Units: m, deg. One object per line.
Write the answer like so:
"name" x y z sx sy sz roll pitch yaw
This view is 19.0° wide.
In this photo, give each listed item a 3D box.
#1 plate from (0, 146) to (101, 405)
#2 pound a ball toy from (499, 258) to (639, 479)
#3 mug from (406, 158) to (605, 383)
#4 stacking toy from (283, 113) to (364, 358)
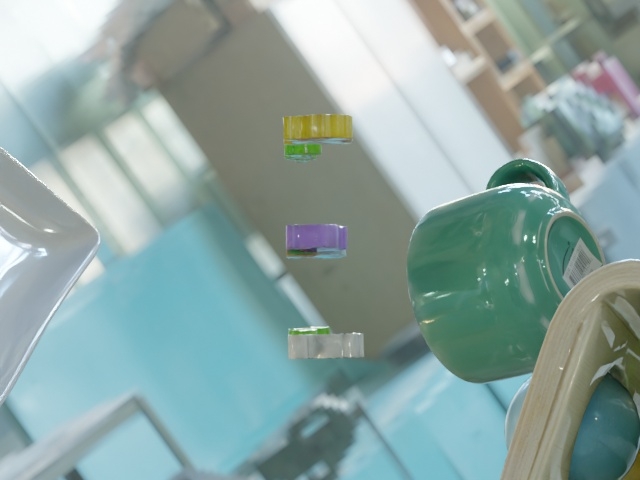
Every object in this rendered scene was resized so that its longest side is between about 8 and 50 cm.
"plate" -0.285 -0.026 1.210 0.045 0.277 0.278 -46 10 23
"pound a ball toy" 0.181 0.075 0.826 0.319 0.135 0.208 37 -110 -64
"mug" 0.134 0.013 1.316 0.097 0.158 0.129 -17 -13 39
"stacking toy" 0.000 0.000 1.386 0.052 0.167 0.221 -1 -2 -1
